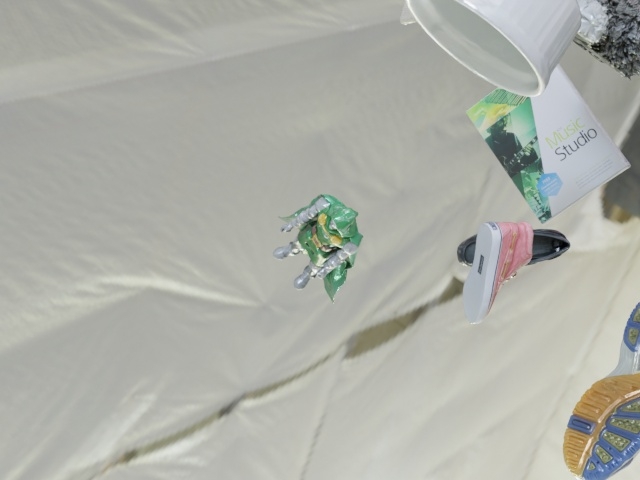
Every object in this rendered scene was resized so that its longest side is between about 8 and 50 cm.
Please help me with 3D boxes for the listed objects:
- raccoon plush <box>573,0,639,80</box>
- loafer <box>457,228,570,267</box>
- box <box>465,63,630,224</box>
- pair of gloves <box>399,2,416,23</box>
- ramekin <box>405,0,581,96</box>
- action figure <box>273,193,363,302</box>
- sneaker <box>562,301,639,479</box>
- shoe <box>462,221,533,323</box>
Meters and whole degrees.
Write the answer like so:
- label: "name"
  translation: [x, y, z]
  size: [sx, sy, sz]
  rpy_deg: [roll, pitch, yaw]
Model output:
- label: "raccoon plush"
  translation: [0.592, -0.467, 2.000]
  size: [0.299, 0.216, 0.446]
  rpy_deg: [-53, 3, 14]
- label: "loafer"
  translation: [0.376, 0.014, 2.127]
  size: [0.223, 0.078, 0.076]
  rpy_deg: [-6, -84, -13]
- label: "box"
  translation: [0.511, -0.232, 2.479]
  size: [0.232, 0.322, 0.058]
  rpy_deg: [-37, -13, 21]
- label: "pair of gloves"
  translation: [0.273, -0.577, 2.378]
  size: [0.042, 0.204, 0.240]
  rpy_deg: [25, -92, -38]
- label: "ramekin"
  translation: [0.280, -0.367, 1.749]
  size: [0.135, 0.277, 0.277]
  rpy_deg: [-52, -28, -4]
- label: "action figure"
  translation: [0.000, 0.000, 1.339]
  size: [0.063, 0.137, 0.232]
  rpy_deg: [-35, -5, -22]
- label: "sneaker"
  translation: [0.443, 0.224, 1.520]
  size: [0.296, 0.112, 0.131]
  rpy_deg: [-53, -39, -18]
- label: "shoe"
  translation: [0.280, 0.051, 1.711]
  size: [0.081, 0.063, 0.178]
  rpy_deg: [-4, -60, -22]
